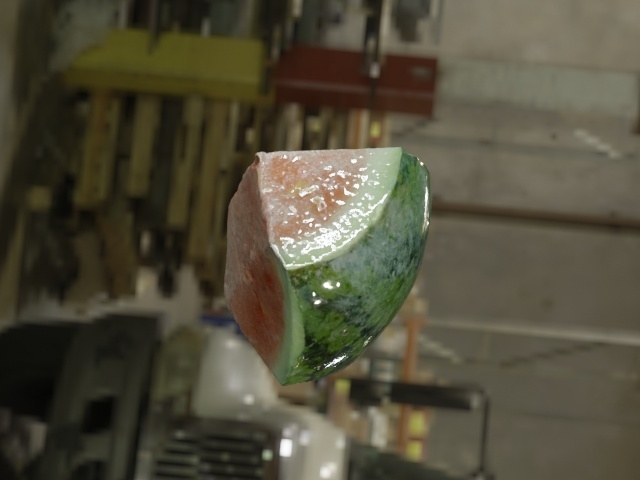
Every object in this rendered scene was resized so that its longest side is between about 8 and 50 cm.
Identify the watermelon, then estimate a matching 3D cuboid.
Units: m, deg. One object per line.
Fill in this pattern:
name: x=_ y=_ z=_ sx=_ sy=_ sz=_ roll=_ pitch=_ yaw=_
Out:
watermelon: x=0.003 y=-0.001 z=0.678 sx=0.092 sy=0.072 sz=0.084 roll=-39 pitch=169 yaw=-39
